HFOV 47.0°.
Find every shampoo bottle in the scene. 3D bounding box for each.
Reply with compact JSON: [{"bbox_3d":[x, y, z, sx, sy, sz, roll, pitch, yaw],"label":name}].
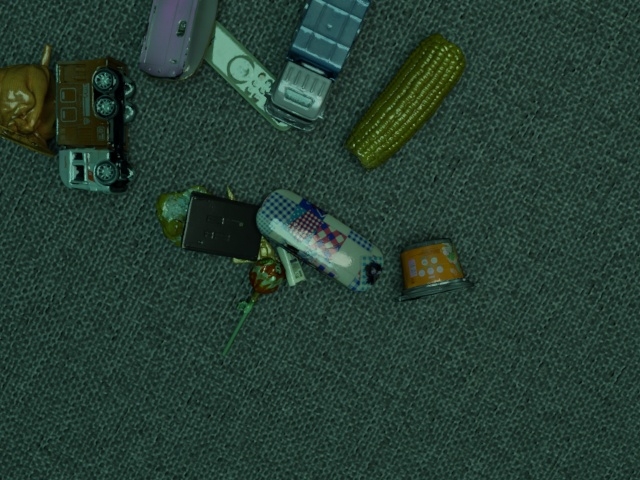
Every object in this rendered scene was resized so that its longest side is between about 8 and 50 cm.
[{"bbox_3d":[-0.078,0.038,1.766,0.034,0.049,0.141,-16,94,46],"label":"shampoo bottle"}]

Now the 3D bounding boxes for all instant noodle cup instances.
[{"bbox_3d":[0.258,0.065,1.720,0.208,0.178,0.125,-7,80,-30],"label":"instant noodle cup"}]

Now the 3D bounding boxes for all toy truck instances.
[{"bbox_3d":[0.000,-0.432,1.636,0.146,0.175,0.367,22,88,-5],"label":"toy truck"},{"bbox_3d":[-0.520,-0.258,1.682,0.162,0.136,0.305,1,94,6],"label":"toy truck"}]

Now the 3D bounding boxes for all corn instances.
[{"bbox_3d":[0.193,-0.312,1.688,0.131,0.131,0.344,40,96,-5],"label":"corn"}]

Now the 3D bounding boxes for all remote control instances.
[{"bbox_3d":[-0.169,-0.383,1.718,0.090,0.038,0.309,-45,96,4],"label":"remote control"}]

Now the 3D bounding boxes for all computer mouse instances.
[{"bbox_3d":[-0.319,-0.509,1.667,0.158,0.072,0.310,12,89,18],"label":"computer mouse"}]

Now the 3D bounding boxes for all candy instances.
[{"bbox_3d":[-0.170,0.163,1.763,0.078,0.084,0.287,42,114,32],"label":"candy"}]

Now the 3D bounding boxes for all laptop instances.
[{"bbox_3d":[-0.219,-0.030,1.691,0.197,0.016,0.135,11,88,-34],"label":"laptop"}]

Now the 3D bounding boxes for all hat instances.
[{"bbox_3d":[-0.659,-0.340,1.646,0.234,0.244,0.233,24,82,-11],"label":"hat"}]

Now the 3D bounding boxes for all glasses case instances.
[{"bbox_3d":[0.000,0.000,1.735,0.327,0.076,0.125,33,76,-8],"label":"glasses case"}]

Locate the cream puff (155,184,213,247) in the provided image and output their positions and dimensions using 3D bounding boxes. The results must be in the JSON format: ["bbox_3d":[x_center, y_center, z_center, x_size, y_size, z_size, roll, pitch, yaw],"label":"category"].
[{"bbox_3d":[-0.311,-0.058,1.721,0.156,0.156,0.121,-2,141,2],"label":"cream puff"}]

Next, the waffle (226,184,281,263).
[{"bbox_3d":[-0.158,-0.040,1.759,0.125,0.032,0.190,-1,98,1],"label":"waffle"}]
